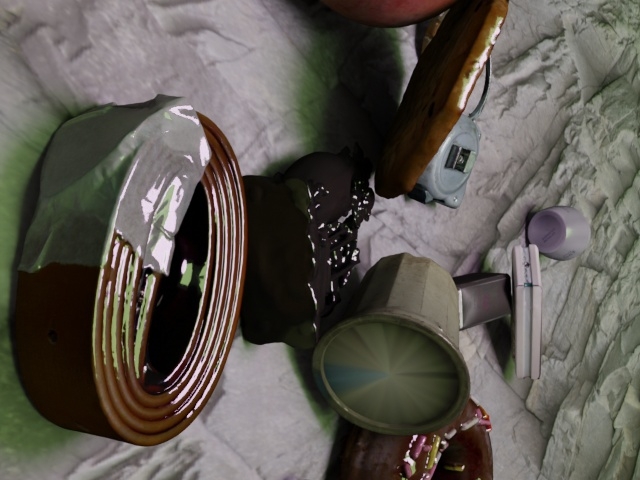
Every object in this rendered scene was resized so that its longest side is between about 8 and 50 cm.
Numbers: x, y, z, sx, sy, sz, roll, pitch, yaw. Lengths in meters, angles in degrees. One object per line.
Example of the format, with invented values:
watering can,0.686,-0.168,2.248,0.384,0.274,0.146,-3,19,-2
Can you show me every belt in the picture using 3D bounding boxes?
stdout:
belt,-0.185,0.026,0.856,0.217,0.122,0.338,19,76,-55

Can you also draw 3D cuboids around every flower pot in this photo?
flower pot,0.116,0.132,1.194,0.202,0.212,0.212,-61,136,-54

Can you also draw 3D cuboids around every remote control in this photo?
remote control,0.386,0.140,1.616,0.103,0.055,0.277,-82,165,-44

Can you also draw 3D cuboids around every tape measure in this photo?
tape measure,0.227,-0.215,1.382,0.164,0.084,0.330,-1,110,-57

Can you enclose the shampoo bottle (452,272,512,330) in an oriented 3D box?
shampoo bottle,0.267,0.103,1.504,0.246,0.079,0.080,-7,96,-54

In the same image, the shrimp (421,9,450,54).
shrimp,0.240,-0.375,1.433,0.115,0.051,0.217,6,119,-57

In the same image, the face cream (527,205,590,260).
face cream,0.500,-0.016,1.797,0.104,0.117,0.117,6,85,-47

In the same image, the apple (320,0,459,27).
apple,0.088,-0.438,1.123,0.345,0.269,0.344,8,72,-26

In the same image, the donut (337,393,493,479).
donut,0.160,0.333,1.306,0.345,0.136,0.259,11,84,-54

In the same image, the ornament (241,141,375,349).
ornament,0.000,0.000,1.137,0.260,0.106,0.251,-22,114,-61

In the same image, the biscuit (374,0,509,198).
biscuit,0.163,-0.217,1.198,0.046,0.359,0.359,27,61,-7
